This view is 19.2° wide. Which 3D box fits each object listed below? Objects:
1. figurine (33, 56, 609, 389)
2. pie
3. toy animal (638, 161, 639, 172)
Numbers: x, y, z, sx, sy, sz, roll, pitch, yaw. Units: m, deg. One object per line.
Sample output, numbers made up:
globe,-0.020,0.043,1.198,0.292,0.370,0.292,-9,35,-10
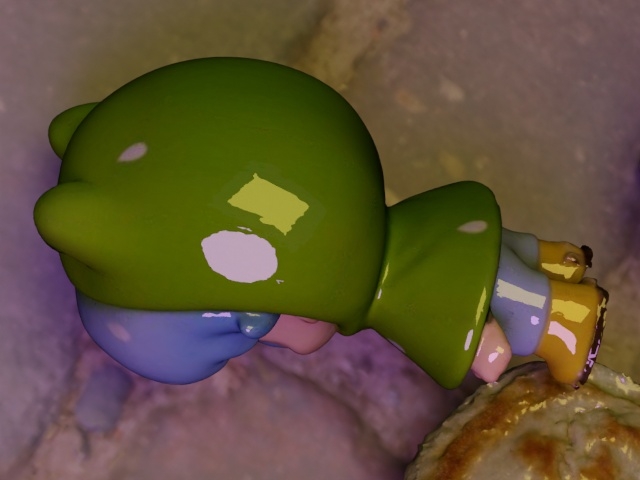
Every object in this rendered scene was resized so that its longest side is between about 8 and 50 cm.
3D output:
figurine,0.000,0.000,0.869,0.263,0.143,0.162,14,32,-10
pie,0.138,0.177,0.886,0.248,0.090,0.201,38,66,-4
toy animal,0.261,-0.104,1.009,0.266,0.188,0.308,-8,58,-41
